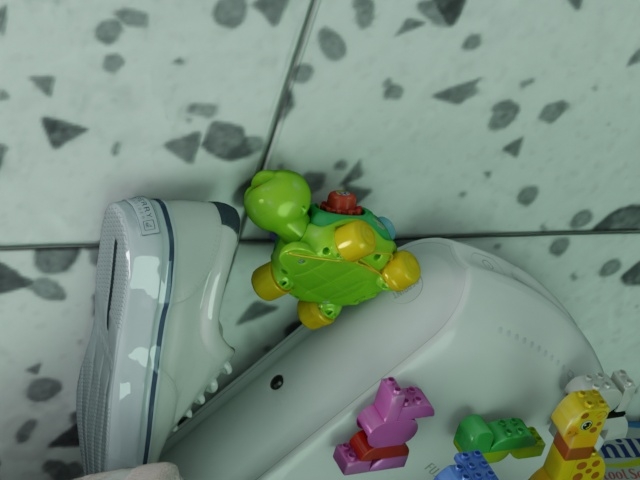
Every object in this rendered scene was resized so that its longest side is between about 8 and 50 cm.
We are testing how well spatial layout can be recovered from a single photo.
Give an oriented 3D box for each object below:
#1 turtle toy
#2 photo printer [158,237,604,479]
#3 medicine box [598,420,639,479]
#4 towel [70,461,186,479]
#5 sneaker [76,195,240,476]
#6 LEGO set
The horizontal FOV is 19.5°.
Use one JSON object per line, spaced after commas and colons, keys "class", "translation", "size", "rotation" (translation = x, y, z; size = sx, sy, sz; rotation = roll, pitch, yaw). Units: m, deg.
{"class": "turtle toy", "translation": [0.000, 0.000, 1.222], "size": [0.095, 0.066, 0.130], "rotation": [-26, 140, 28]}
{"class": "photo printer", "translation": [0.056, 0.145, 1.356], "size": [0.307, 0.107, 0.256], "rotation": [-39, 136, 8]}
{"class": "medicine box", "translation": [0.251, 0.300, 1.577], "size": [0.264, 0.149, 0.289], "rotation": [3, 128, -31]}
{"class": "towel", "translation": [-0.191, 0.268, 1.291], "size": [0.332, 0.053, 0.317], "rotation": [-16, 140, 15]}
{"class": "sneaker", "translation": [-0.103, 0.086, 1.222], "size": [0.091, 0.094, 0.258], "rotation": [-3, 129, -22]}
{"class": "LEGO set", "translation": [0.137, 0.126, 1.244], "size": [0.227, 0.087, 0.093], "rotation": [-5, 130, -27]}
